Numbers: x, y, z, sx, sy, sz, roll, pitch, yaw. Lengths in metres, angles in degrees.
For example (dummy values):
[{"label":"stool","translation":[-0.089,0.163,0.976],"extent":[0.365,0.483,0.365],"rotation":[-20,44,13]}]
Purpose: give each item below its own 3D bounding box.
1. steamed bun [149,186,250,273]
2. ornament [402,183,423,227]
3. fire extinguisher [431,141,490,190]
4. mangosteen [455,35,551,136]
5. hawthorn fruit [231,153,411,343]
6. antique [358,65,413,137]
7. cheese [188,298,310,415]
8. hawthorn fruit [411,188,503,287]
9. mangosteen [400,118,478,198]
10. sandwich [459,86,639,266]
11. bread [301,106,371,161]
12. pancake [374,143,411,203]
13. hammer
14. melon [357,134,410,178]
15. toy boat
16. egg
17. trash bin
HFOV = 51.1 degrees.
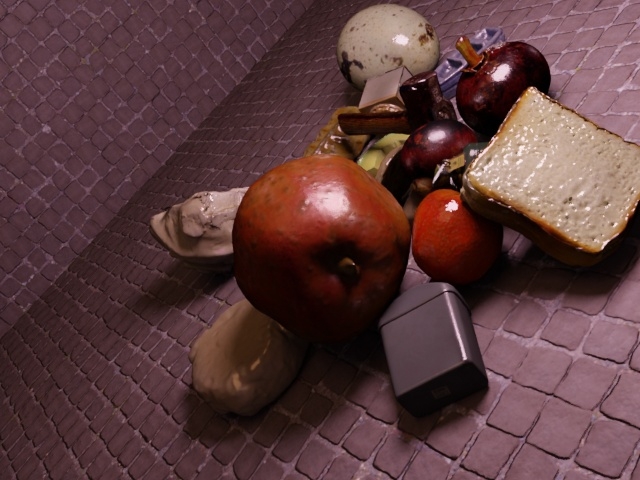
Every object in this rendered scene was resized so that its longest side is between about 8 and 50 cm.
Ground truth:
[{"label":"steamed bun","translation":[-0.327,-0.012,2.021],"extent":[0.347,0.237,0.394],"rotation":[-19,-1,-3]},{"label":"ornament","translation":[0.244,-0.082,1.608],"extent":[0.245,0.061,0.230],"rotation":[-13,42,36]},{"label":"fire extinguisher","translation":[0.388,-0.151,1.371],"extent":[0.311,0.095,0.114],"rotation":[1,64,13]},{"label":"mangosteen","translation":[0.414,-0.385,1.602],"extent":[0.235,0.261,0.235],"rotation":[-43,22,22]},{"label":"hawthorn fruit","translation":[0.010,0.017,1.393],"extent":[0.403,0.403,0.402],"rotation":[-30,31,20]},{"label":"antique","translation":[0.217,-0.401,1.973],"extent":[0.152,0.147,0.148],"rotation":[-11,49,42]},{"label":"cheese","translation":[-0.180,0.270,1.593],"extent":[0.326,0.115,0.318],"rotation":[-19,36,37]},{"label":"hawthorn fruit","translation":[0.259,0.014,1.348],"extent":[0.196,0.197,0.225],"rotation":[27,92,59]},{"label":"mangosteen","translation":[0.273,-0.173,1.504],"extent":[0.200,0.200,0.199],"rotation":[-30,31,20]},{"label":"sandwich","translation":[0.440,-0.110,1.232],"extent":[0.301,0.099,0.271],"rotation":[34,76,19]},{"label":"bread","translation":[0.060,-0.303,2.060],"extent":[0.152,0.130,0.267],"rotation":[25,64,20]},{"label":"pancake","translation":[0.177,-0.142,1.632],"extent":[0.042,0.222,0.236],"rotation":[28,39,23]},{"label":"hammer","translation":[0.185,-0.305,1.770],"extent":[0.095,0.242,0.409],"rotation":[-40,28,-28]},{"label":"melon","translation":[0.196,-0.242,1.882],"extent":[0.210,0.064,0.118],"rotation":[-31,30,14]},{"label":"toy boat","translation":[0.418,-0.511,1.959],"extent":[0.283,0.078,0.127],"rotation":[-42,30,0]},{"label":"egg","translation":[0.214,-0.594,2.103],"extent":[0.379,0.287,0.287],"rotation":[17,63,47]},{"label":"trash bin","translation":[0.205,0.192,1.255],"extent":[0.177,0.101,0.236],"rotation":[-30,33,17]}]
